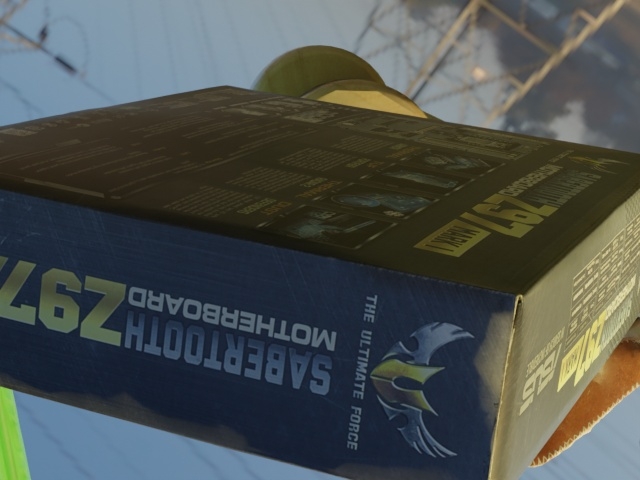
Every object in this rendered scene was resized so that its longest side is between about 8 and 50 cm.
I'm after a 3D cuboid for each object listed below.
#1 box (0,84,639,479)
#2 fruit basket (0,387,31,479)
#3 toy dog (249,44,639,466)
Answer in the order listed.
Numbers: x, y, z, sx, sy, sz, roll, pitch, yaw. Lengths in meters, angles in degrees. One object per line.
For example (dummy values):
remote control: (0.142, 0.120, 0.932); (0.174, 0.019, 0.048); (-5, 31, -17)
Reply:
box: (0.000, 0.000, 0.445); (0.183, 0.059, 0.232); (11, -165, 19)
fruit basket: (-0.257, 0.141, 0.579); (0.283, 0.392, 0.392); (-9, -148, -17)
toy dog: (0.073, 0.037, 0.738); (0.333, 0.161, 0.220); (35, -171, 10)
